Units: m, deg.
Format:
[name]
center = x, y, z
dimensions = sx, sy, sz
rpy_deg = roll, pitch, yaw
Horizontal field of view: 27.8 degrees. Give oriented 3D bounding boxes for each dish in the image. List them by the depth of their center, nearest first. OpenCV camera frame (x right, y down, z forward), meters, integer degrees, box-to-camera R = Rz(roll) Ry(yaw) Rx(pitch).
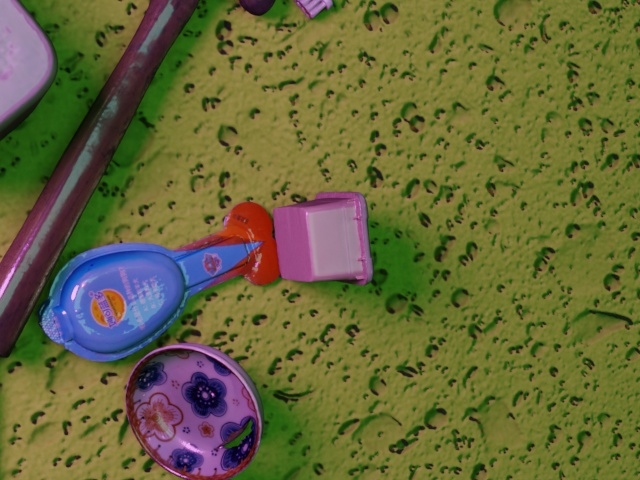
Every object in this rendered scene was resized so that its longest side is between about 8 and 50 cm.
[dish]
center = -0.106, 0.152, 1.234
dimensions = 0.141, 0.078, 0.141
rpy_deg = 7, 110, 21

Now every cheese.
[cheese]
center = -0.148, 0.038, 1.236
dimensions = 0.256, 0.037, 0.106
rpy_deg = -22, 100, -25

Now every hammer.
[hammer]
center = -0.198, -0.095, 1.185
dimensions = 0.168, 0.044, 0.440
rpy_deg = 32, 77, -29

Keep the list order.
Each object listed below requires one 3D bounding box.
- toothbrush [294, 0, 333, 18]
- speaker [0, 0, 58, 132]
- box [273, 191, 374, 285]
[toothbrush]
center = -0.104, -0.352, 1.248
dimensions = 0.030, 0.025, 0.342
rpy_deg = -43, 105, -11
[speaker]
center = -0.396, -0.236, 1.059
dimensions = 0.183, 0.184, 0.406
rpy_deg = -43, 105, -15
[box]
center = 0.000, 0.000, 1.241
dimensions = 0.062, 0.122, 0.089
rpy_deg = -8, 94, -20
